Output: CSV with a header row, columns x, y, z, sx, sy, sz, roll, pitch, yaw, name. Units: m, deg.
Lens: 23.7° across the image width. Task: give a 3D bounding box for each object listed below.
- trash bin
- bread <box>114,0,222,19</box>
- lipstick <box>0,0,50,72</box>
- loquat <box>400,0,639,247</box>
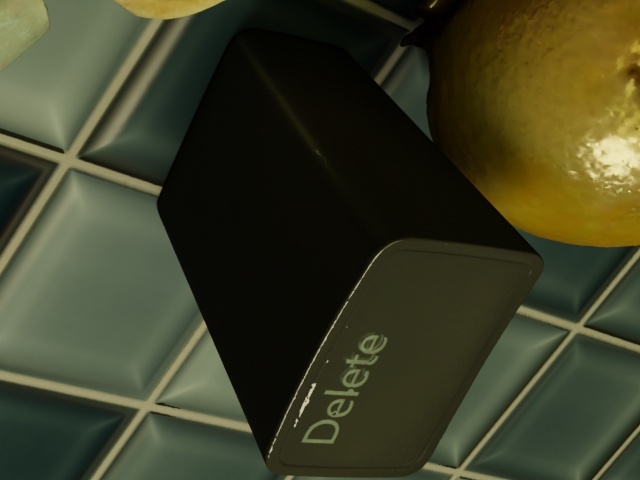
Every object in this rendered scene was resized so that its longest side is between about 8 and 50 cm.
x,y,z,sx,sy,sz,roll,pitch,yaw,name
0.000,0.000,0.893,0.115,0.225,0.165,6,124,-34,trash bin
-0.035,-0.240,0.760,0.316,0.054,0.316,-13,142,-10,bread
-0.225,-0.075,0.773,0.186,0.057,0.063,-44,164,-18,lipstick
0.171,-0.108,0.915,0.243,0.244,0.244,-17,134,-18,loquat
